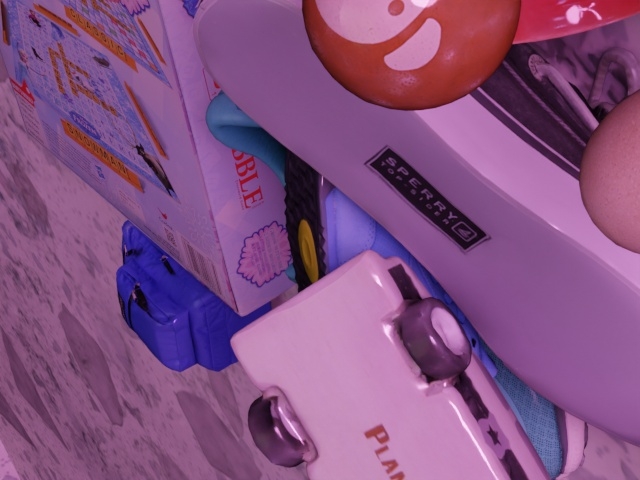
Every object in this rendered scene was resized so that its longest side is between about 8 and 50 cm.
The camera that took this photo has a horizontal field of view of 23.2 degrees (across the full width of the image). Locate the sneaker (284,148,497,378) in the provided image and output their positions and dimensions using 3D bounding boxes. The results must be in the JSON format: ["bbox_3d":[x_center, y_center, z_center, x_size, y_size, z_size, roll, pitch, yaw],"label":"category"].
[{"bbox_3d":[0.035,0.031,0.738,0.069,0.082,0.209,-133,31,-70],"label":"sneaker"}]

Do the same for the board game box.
[{"bbox_3d":[-0.144,-0.151,1.059,0.319,0.066,0.318,37,149,42],"label":"board game box"}]

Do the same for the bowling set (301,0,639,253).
[{"bbox_3d":[0.112,-0.074,0.374,0.154,0.200,0.287,-38,75,58],"label":"bowling set"}]

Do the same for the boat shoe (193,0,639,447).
[{"bbox_3d":[0.087,-0.029,0.667,0.306,0.105,0.113,39,149,-8],"label":"boat shoe"}]

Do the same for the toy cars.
[{"bbox_3d":[0.141,0.131,0.644,0.394,0.087,0.176,22,108,19],"label":"toy cars"}]

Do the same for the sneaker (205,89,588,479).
[{"bbox_3d":[0.039,0.016,0.822,0.275,0.110,0.107,56,158,6],"label":"sneaker"}]

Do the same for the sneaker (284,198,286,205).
[{"bbox_3d":[0.000,0.000,0.983,0.083,0.035,0.031,48,155,25],"label":"sneaker"}]

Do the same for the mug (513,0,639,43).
[{"bbox_3d":[0.062,-0.159,0.526,0.113,0.150,0.169,-7,115,18],"label":"mug"}]

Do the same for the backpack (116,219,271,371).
[{"bbox_3d":[-0.103,0.028,1.157,0.120,0.101,0.098,47,149,36],"label":"backpack"}]
